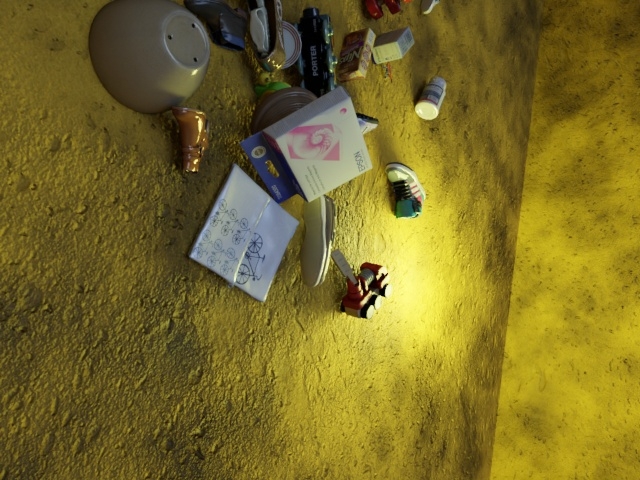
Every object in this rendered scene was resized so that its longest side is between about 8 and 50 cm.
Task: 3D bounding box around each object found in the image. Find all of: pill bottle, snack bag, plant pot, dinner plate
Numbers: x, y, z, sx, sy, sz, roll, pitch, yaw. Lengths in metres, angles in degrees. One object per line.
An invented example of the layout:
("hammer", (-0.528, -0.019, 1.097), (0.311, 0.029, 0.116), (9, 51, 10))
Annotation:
("pill bottle", (0.503, -0.646, 2.362), (0.108, 0.108, 0.180), (49, 56, -39))
("snack bag", (-0.216, -0.008, 1.592), (0.342, 0.037, 0.323), (43, 59, -41))
("plant pot", (-0.378, -0.463, 1.269), (0.284, 0.191, 0.284), (-2, 92, -50))
("plant pot", (-0.082, -0.332, 1.582), (0.237, 0.110, 0.237), (-18, 140, -16))
("dinner plate", (-0.130, -0.607, 1.625), (0.017, 0.141, 0.141), (-106, -176, -75))

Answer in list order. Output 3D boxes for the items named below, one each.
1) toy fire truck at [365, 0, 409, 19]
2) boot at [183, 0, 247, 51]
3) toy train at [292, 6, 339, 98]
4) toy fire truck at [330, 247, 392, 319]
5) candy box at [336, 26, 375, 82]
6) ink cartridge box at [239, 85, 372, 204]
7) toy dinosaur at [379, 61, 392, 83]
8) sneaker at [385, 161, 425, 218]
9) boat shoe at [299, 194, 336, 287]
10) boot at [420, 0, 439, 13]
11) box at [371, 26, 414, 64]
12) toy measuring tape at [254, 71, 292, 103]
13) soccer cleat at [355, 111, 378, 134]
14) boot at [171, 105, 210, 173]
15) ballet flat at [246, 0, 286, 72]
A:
("toy fire truck", (0.228, -1.028, 2.011), (0.302, 0.169, 0.254), (44, 35, -42))
("boot", (-0.283, -0.602, 1.459), (0.219, 0.082, 0.106), (-8, 94, -51))
("toy train", (-0.006, -0.585, 1.727), (0.190, 0.142, 0.334), (-52, 137, -72))
("toy fire truck", (0.144, 0.135, 1.956), (0.217, 0.158, 0.246), (-41, 131, -40))
("candy box", (0.128, -0.678, 1.918), (0.053, 0.109, 0.187), (28, 70, -47))
("ink cartridge box", (-0.027, -0.252, 1.559), (0.330, 0.071, 0.324), (-30, 147, 0))
("toy dinosaur", (0.280, -0.701, 2.127), (0.047, 0.090, 0.082), (-43, 167, -28))
("sneaker", (0.347, -0.182, 2.190), (0.295, 0.123, 0.178), (41, 52, -44))
("boat shoe", (0.000, 0.000, 1.789), (0.096, 0.116, 0.324), (11, 77, -46))
("boot", (0.514, -1.097, 2.388), (0.086, 0.069, 0.190), (29, 68, -43))
("box", (0.280, -0.770, 2.071), (0.126, 0.137, 0.072), (-55, 130, -33))
("toy measuring tape", (-0.098, -0.387, 1.659), (0.121, 0.121, 0.330), (-55, 130, -33))
("soccer cleat", (0.100, -0.402, 1.916), (0.318, 0.108, 0.116), (-22, 128, -49))
("boot", (-0.341, -0.259, 1.361), (0.197, 0.073, 0.152), (24, 78, -78))
("ballet flat", (-0.173, -0.672, 1.529), (0.124, 0.116, 0.342), (-26, 113, -70))
